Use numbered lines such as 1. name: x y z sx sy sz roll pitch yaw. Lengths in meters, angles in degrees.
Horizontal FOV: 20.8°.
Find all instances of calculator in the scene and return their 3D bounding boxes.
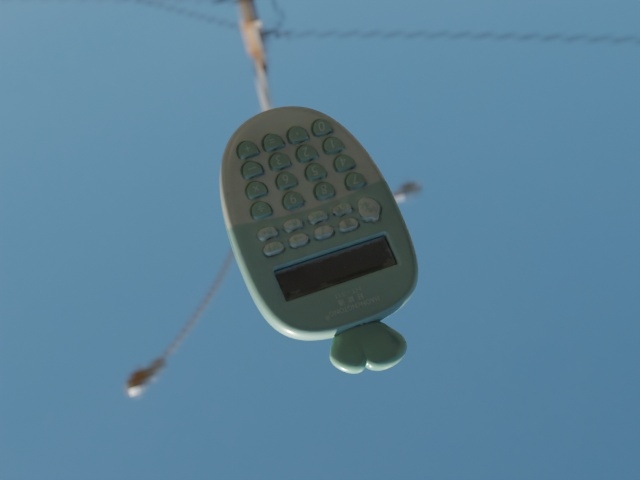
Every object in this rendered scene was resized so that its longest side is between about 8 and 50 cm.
1. calculator: 0.000 0.000 0.921 0.095 0.153 0.021 -18 170 -20
